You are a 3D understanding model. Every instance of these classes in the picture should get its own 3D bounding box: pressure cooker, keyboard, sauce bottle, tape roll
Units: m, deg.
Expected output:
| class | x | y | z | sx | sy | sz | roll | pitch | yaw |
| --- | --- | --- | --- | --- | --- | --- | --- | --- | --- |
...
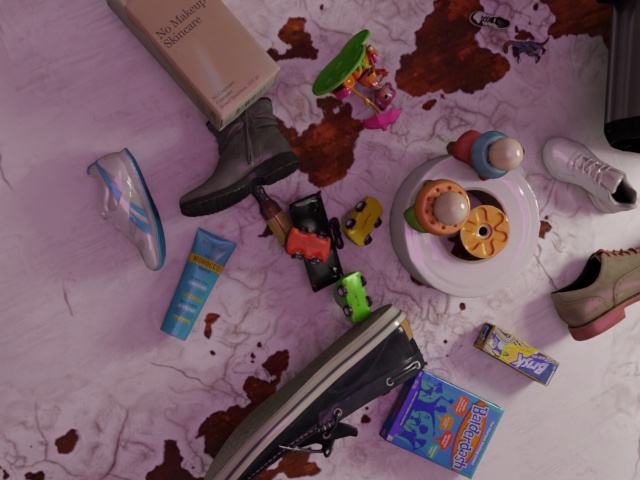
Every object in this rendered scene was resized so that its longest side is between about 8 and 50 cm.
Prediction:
| class | x | y | z | sx | sy | sz | roll | pitch | yaw |
| --- | --- | --- | --- | --- | --- | --- | --- | --- | --- |
| pressure cooker | 0.739 | -0.376 | 1.576 | 0.370 | 0.375 | 0.421 | 2 | 91 | -54 |
| keyboard | 0.000 | 0.000 | 1.617 | 0.108 | 0.023 | 0.180 | -24 | 106 | -34 |
| sauce bottle | -0.087 | -0.046 | 1.595 | 0.042 | 0.042 | 0.128 | -33 | 100 | -8 |
| tape roll | 0.285 | -0.031 | 1.650 | 0.286 | 0.100 | 0.286 | -1 | 94 | -13 |

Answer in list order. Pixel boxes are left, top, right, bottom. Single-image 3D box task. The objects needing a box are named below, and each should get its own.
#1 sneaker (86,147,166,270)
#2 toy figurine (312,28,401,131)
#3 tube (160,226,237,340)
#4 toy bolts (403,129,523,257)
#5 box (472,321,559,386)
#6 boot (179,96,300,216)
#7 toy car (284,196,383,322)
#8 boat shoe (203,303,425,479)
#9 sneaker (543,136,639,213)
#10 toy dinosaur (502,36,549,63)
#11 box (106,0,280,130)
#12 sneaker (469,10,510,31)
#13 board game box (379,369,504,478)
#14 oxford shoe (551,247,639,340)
| class | x | y | z | sx | sy | sz | roll | pitch | yaw |
| --- | --- | --- | --- | --- | --- | --- | --- | --- | --- |
| sneaker | -0.348 | -0.048 | 1.521 | 0.092 | 0.087 | 0.229 | -21 | 91 | -3 |
| toy figurine | 0.093 | -0.290 | 1.599 | 0.159 | 0.130 | 0.173 | 43 | 60 | -25 |
| tube | -0.236 | 0.085 | 1.573 | 0.080 | 0.052 | 0.207 | 26 | 83 | -20 |
| toy bolts | 0.299 | -0.084 | 1.516 | 0.218 | 0.158 | 0.228 | 32 | 87 | -13 |
| box | 0.404 | 0.234 | 1.719 | 0.169 | 0.054 | 0.059 | 30 | 88 | -14 |
| boot | -0.174 | -0.156 | 1.550 | 0.246 | 0.083 | 0.161 | -27 | 77 | -10 |
| toy car | 0.039 | 0.050 | 1.599 | 0.239 | 0.053 | 0.225 | -23 | 105 | -33 |
| boat shoe | -0.004 | 0.327 | 1.572 | 0.500 | 0.187 | 0.156 | -39 | 95 | -12 |
| sneaker | 0.560 | -0.138 | 1.693 | 0.232 | 0.115 | 0.090 | 32 | 87 | -13 |
| toy dinosaur | 0.412 | -0.390 | 1.693 | 0.082 | 0.047 | 0.090 | 28 | 55 | -4 |
| box | -0.228 | -0.363 | 1.476 | 0.148 | 0.121 | 0.311 | -43 | 93 | -8 |
| sneaker | 0.339 | -0.440 | 1.663 | 0.083 | 0.037 | 0.032 | 8 | 94 | -11 |
| board game box | 0.248 | 0.370 | 1.697 | 0.210 | 0.047 | 0.160 | 26 | 88 | -14 |
| oxford shoe | 0.635 | 0.059 | 1.725 | 0.348 | 0.123 | 0.130 | -37 | 95 | -9 |
